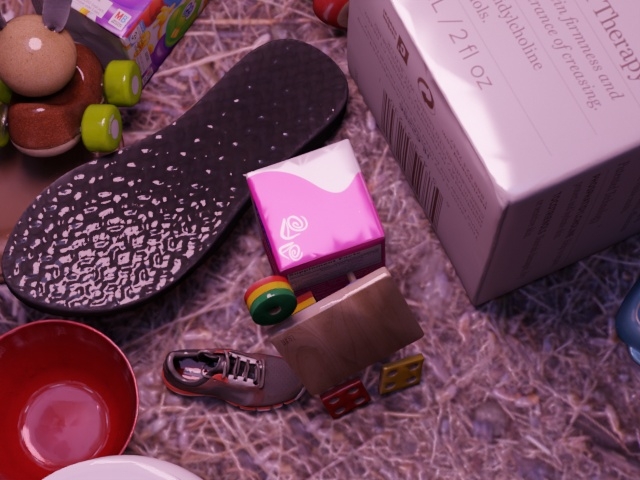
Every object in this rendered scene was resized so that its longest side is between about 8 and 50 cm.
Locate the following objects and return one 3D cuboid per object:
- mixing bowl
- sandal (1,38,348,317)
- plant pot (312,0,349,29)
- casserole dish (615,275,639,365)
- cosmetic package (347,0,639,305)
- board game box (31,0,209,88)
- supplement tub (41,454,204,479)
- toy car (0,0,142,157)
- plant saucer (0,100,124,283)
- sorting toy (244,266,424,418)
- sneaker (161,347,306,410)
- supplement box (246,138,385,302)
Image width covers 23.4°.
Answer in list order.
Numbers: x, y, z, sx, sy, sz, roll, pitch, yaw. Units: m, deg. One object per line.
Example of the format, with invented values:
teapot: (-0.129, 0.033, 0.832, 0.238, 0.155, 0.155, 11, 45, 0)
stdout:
mixing bowl: (-0.271, 0.180, 1.585, 0.181, 0.098, 0.182, 0, 71, 1)
sandal: (-0.143, -0.049, 1.673, 0.445, 0.107, 0.167, -37, 72, -24)
plant pot: (0.045, -0.340, 1.713, 0.191, 0.191, 0.174, -18, 76, -5)
casserole dish: (0.397, 0.057, 1.645, 0.114, 0.037, 0.188, 35, 76, 13)
cosmetic package: (0.269, -0.192, 1.582, 0.393, 0.327, 0.329, -25, 72, -8)
board game box: (-0.187, -0.334, 1.739, 0.142, 0.144, 0.275, 32, 75, 11)
supplement tub: (-0.170, 0.330, 1.407, 0.241, 0.331, 0.241, -1, 71, 1)
toy car: (-0.290, -0.196, 1.605, 0.155, 0.188, 0.149, 3, 44, 13)
plant saucer: (-0.357, -0.089, 1.714, 0.277, 0.041, 0.278, -1, 72, 2)
sorting toy: (0.024, 0.084, 1.538, 0.132, 0.274, 0.046, -29, 54, 3)
sneaker: (-0.091, 0.141, 1.612, 0.157, 0.065, 0.061, 1, 71, 2)
supplement box: (0.000, 0.000, 1.577, 0.113, 0.220, 0.111, -18, 71, -5)
